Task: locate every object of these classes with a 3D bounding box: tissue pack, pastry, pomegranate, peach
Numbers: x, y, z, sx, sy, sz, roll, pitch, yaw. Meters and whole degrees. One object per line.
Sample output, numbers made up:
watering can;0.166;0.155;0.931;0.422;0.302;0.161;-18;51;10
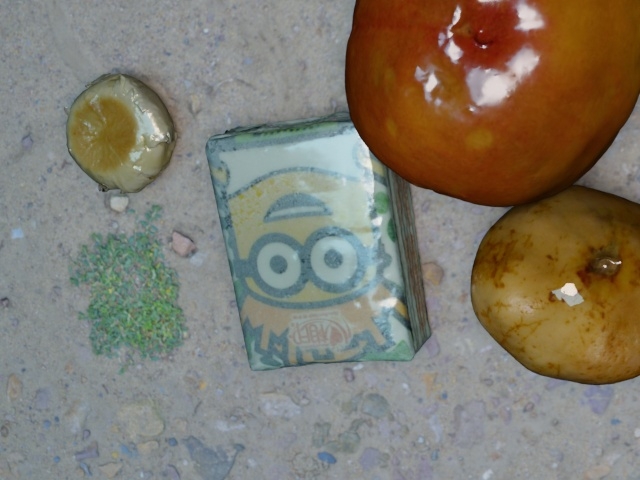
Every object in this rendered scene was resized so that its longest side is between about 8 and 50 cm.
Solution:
tissue pack;0.000;0.000;1.379;0.228;0.128;0.310;-5;101;21
pastry;-0.266;-0.144;1.466;0.166;0.088;0.165;4;104;19
pomegranate;0.292;0.050;1.230;0.248;0.248;0.248;4;103;19
peach;0.182;-0.206;1.158;0.343;0.302;0.342;1;94;23
